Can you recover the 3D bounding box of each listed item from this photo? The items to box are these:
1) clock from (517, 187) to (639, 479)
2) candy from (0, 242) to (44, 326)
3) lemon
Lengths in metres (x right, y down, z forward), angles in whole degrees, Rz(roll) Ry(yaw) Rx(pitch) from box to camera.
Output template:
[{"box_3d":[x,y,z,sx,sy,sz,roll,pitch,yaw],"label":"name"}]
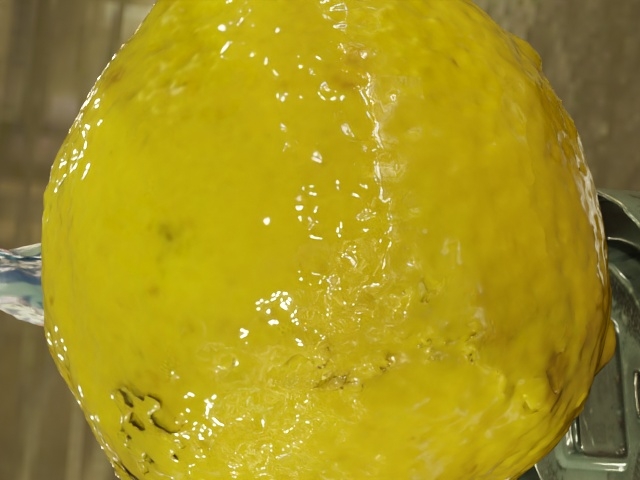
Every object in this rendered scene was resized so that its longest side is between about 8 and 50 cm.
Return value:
[{"box_3d":[0.220,0.112,1.473,0.312,0.061,0.312,177,90,-68],"label":"clock"},{"box_3d":[-0.173,0.046,1.702,0.187,0.331,0.077,-4,73,32],"label":"candy"},{"box_3d":[0.000,0.000,1.182,0.350,0.350,0.387,114,144,-55],"label":"lemon"}]
